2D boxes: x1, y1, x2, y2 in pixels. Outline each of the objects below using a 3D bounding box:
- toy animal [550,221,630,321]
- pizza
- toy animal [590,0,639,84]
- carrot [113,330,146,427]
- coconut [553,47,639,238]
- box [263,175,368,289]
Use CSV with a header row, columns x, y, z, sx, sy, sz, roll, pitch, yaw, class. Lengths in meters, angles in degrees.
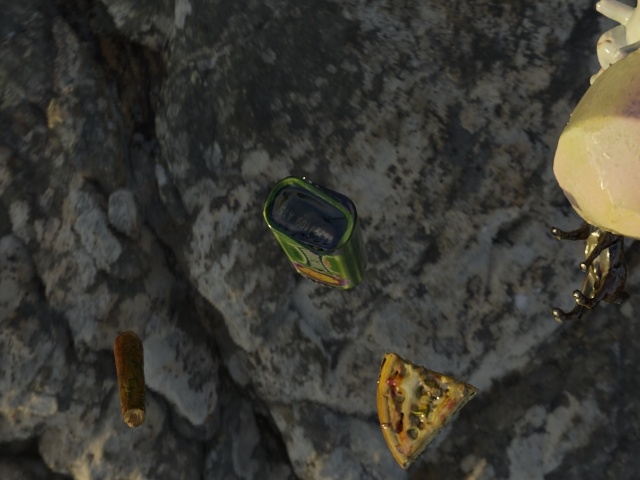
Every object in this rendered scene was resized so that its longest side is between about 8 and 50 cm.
x,y,z,sx,sy,sz,roll,pitch,yaw,class
0.436,-0.011,1.475,0.260,0.087,0.244,-25,132,-38,toy animal
0.162,0.261,1.530,0.036,0.176,0.185,23,64,-50,pizza
0.535,-0.339,1.700,0.138,0.141,0.282,20,141,-19,toy animal
-0.250,0.181,1.304,0.042,0.171,0.042,-7,122,-11,carrot
0.428,-0.111,1.279,0.233,0.233,0.245,44,61,-18,coconut
0.000,0.000,1.530,0.134,0.345,0.097,21,81,9,box
